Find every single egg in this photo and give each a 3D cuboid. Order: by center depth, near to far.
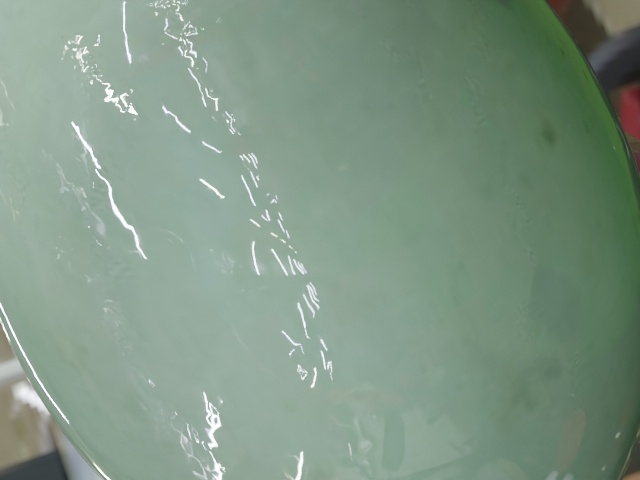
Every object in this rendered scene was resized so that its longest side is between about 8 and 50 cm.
[{"bbox_3d":[0.000,0.000,0.852,0.389,0.276,0.276,58,-175,-30],"label":"egg"}]

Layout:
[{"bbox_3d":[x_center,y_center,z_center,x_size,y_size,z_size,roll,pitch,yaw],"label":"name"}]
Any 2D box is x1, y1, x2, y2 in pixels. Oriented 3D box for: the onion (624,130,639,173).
[{"bbox_3d":[0.165,0.008,1.308,0.177,0.153,0.177,19,115,49],"label":"onion"}]
